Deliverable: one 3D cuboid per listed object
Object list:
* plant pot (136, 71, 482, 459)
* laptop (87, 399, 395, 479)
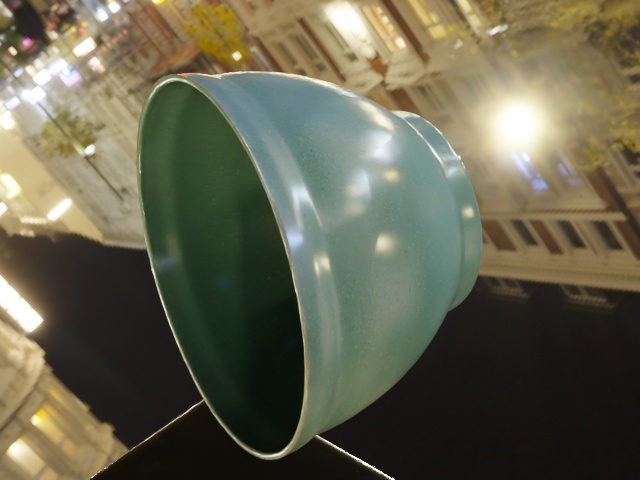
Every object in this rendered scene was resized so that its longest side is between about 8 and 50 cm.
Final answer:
[{"bbox_3d":[0.000,0.000,0.721,0.196,0.293,0.293,-15,-171,-27],"label":"plant pot"},{"bbox_3d":[-0.116,0.431,1.069,0.382,0.236,0.408,22,-140,36],"label":"laptop"}]
